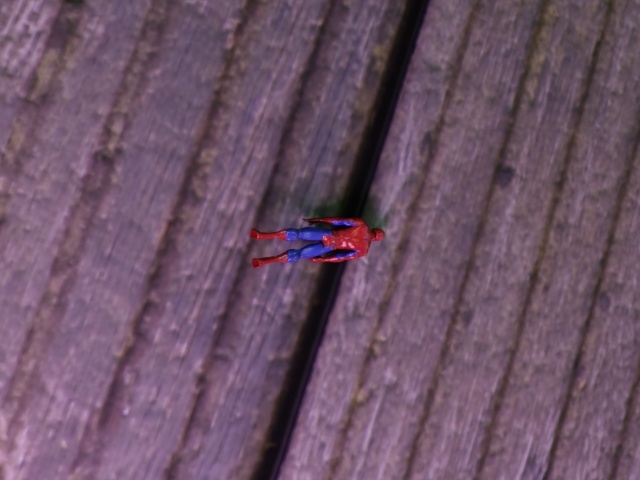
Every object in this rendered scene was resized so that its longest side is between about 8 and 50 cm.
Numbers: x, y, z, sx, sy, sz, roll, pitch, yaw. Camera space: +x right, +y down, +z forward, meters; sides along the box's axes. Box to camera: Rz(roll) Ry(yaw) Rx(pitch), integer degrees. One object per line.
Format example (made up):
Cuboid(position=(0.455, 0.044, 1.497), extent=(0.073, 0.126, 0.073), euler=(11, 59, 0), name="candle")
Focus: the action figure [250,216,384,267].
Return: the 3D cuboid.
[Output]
Cuboid(position=(0.000, 0.000, 0.745), extent=(0.115, 0.030, 0.038), euler=(-5, 93, -21), name="action figure")
